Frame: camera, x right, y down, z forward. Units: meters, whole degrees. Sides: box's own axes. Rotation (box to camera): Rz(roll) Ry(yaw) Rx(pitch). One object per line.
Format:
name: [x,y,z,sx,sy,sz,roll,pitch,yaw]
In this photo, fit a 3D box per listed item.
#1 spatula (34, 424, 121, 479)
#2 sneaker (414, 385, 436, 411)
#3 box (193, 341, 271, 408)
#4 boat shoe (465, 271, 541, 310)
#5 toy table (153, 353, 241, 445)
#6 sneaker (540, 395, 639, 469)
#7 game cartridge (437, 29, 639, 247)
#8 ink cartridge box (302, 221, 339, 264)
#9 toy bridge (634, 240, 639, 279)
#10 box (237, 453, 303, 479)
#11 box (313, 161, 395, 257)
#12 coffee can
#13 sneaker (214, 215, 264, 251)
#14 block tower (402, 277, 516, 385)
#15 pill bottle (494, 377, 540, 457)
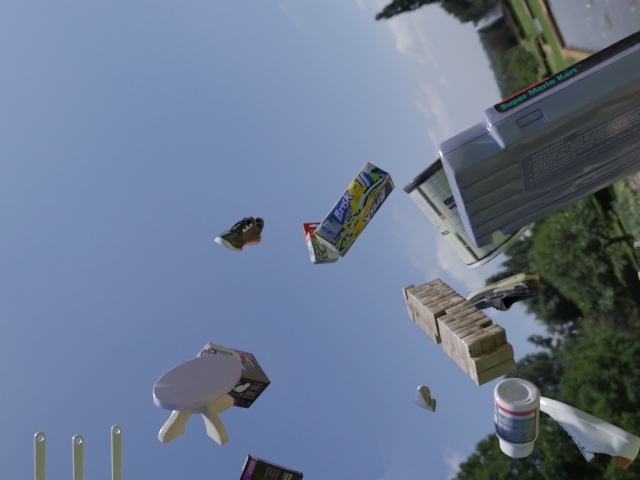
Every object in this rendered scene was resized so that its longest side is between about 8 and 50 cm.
spatula: [-0.389,0.429,0.994,0.168,0.019,0.242,2,-104,-29]
sneaker: [0.330,0.515,1.982,0.152,0.061,0.054,60,-140,-46]
box: [-0.327,0.483,2.194,0.247,0.142,0.163,31,-166,-51]
boat shoe: [0.485,0.154,1.640,0.080,0.223,0.073,19,-129,-41]
toy table: [-0.348,0.458,1.759,0.274,0.252,0.161,-12,-61,-34]
sneaker: [0.720,0.534,1.697,0.106,0.290,0.123,26,-93,-48]
game cartridge: [0.315,-0.127,0.693,0.230,0.355,0.068,50,-164,-57]
ink cartridge box: [0.000,0.000,1.482,0.063,0.029,0.115,-4,-117,-22]
toy bridge: [0.842,0.087,1.550,0.026,0.063,0.188,40,-131,-48]
box: [-0.141,0.659,1.651,0.162,0.116,0.029,21,-179,-8]
box: [0.063,-0.057,1.119,0.054,0.169,0.059,34,171,26]
coffee can: [0.375,-0.093,1.577,0.275,0.201,0.201,51,-158,0]
sneaker: [-0.165,-0.022,1.264,0.061,0.065,0.158,27,-164,12]
block tower: [0.296,0.186,1.352,0.335,0.097,0.091,-136,29,-65]
pill bottle: [0.482,0.440,1.504,0.108,0.108,0.180,-72,-23,-61]
